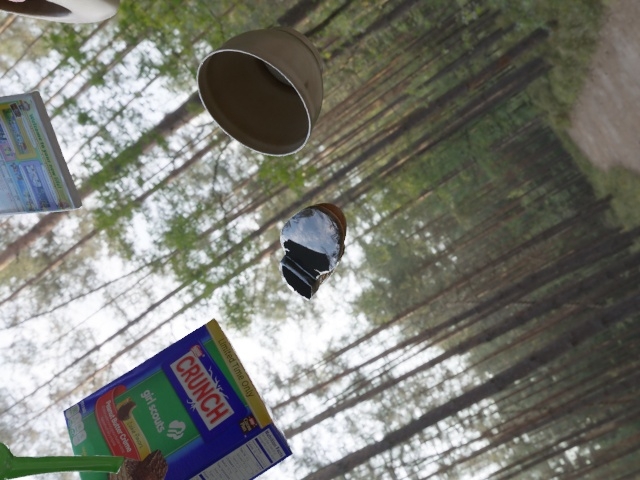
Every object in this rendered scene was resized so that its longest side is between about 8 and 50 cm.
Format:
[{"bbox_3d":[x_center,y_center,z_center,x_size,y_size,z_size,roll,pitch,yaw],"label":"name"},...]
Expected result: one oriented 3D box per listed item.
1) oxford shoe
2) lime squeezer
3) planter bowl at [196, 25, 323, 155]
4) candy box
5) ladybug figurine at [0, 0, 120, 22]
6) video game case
[{"bbox_3d":[0.000,0.000,0.779,0.076,0.076,0.212,43,158,7],"label":"oxford shoe"},{"bbox_3d":[-0.357,0.192,0.645,0.310,0.059,0.110,19,-156,-4],"label":"lime squeezer"},{"bbox_3d":[-0.061,-0.205,0.842,0.162,0.162,0.109,48,-126,-23],"label":"planter bowl"},{"bbox_3d":[-0.250,0.328,1.124,0.268,0.317,0.122,49,165,45],"label":"candy box"},{"bbox_3d":[-0.492,-0.435,0.929,0.449,0.305,0.162,-2,-78,-56],"label":"ladybug figurine"},{"bbox_3d":[-0.537,-0.146,1.148,0.023,0.193,0.213,-60,-38,-58],"label":"video game case"}]
